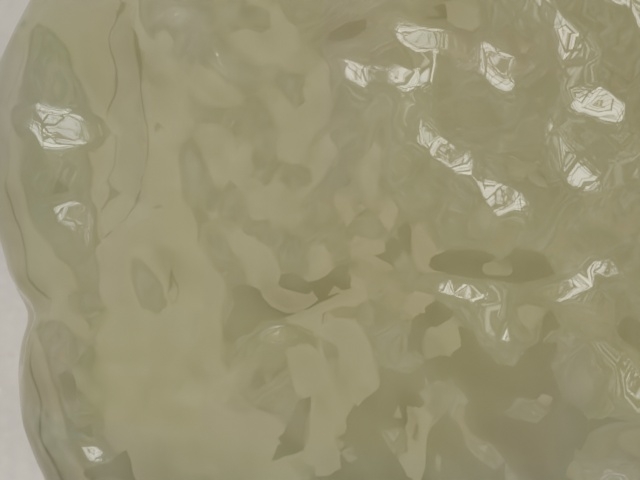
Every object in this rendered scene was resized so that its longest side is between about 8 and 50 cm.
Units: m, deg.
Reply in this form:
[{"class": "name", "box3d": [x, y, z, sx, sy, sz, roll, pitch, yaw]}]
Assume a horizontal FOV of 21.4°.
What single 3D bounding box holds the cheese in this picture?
[{"class": "cheese", "box3d": [0.038, -0.017, 0.564, 0.318, 0.326, 0.115, 44, 15, 13]}]
